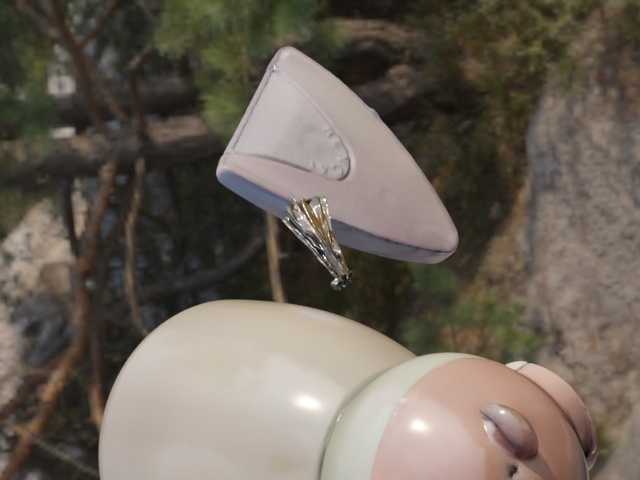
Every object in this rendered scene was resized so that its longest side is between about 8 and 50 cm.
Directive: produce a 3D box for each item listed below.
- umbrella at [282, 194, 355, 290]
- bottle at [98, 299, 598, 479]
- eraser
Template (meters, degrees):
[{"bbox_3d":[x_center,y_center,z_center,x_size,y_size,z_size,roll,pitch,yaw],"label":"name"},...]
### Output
[{"bbox_3d":[0.000,-0.001,0.836,0.020,0.031,0.083,76,167,-48],"label":"umbrella"},{"bbox_3d":[0.019,0.105,0.601,0.237,0.148,0.147,1,97,48],"label":"bottle"},{"bbox_3d":[0.024,-0.052,1.249,0.059,0.243,0.204,-42,17,40],"label":"eraser"}]
